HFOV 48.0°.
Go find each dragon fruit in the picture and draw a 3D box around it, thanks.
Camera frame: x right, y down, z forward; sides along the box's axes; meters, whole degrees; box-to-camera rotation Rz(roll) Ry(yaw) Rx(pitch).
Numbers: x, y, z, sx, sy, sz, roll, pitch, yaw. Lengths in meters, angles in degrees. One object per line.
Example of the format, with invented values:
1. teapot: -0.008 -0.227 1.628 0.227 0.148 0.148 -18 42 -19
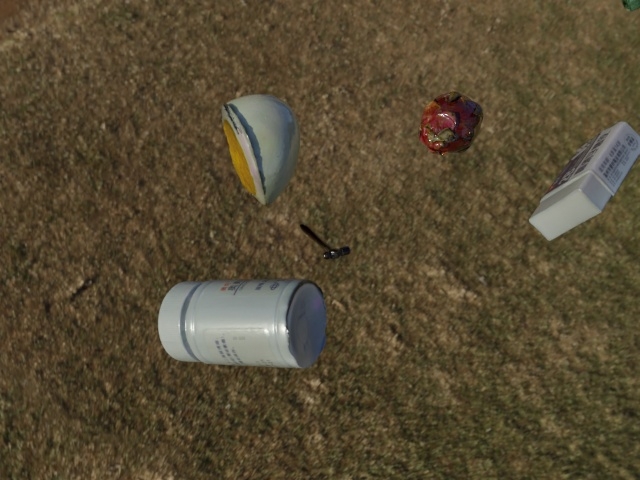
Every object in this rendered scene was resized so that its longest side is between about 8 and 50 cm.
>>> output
1. dragon fruit: 0.263 -0.249 1.473 0.125 0.125 0.246 5 18 4

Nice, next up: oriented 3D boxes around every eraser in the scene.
1. eraser: 0.443 -0.099 1.194 0.068 0.124 0.210 46 55 -3

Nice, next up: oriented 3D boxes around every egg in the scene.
1. egg: -0.131 -0.236 1.815 0.174 0.286 0.264 -20 32 -12

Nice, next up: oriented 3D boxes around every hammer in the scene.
1. hammer: 0.000 0.000 1.592 0.065 0.021 0.178 -11 26 -24

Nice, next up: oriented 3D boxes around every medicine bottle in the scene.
1. medicine bottle: -0.171 0.179 1.574 0.332 0.190 0.190 -2 51 26

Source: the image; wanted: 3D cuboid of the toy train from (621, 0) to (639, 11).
1. toy train: 0.560 -0.375 0.969 0.116 0.285 0.177 59 24 -26
